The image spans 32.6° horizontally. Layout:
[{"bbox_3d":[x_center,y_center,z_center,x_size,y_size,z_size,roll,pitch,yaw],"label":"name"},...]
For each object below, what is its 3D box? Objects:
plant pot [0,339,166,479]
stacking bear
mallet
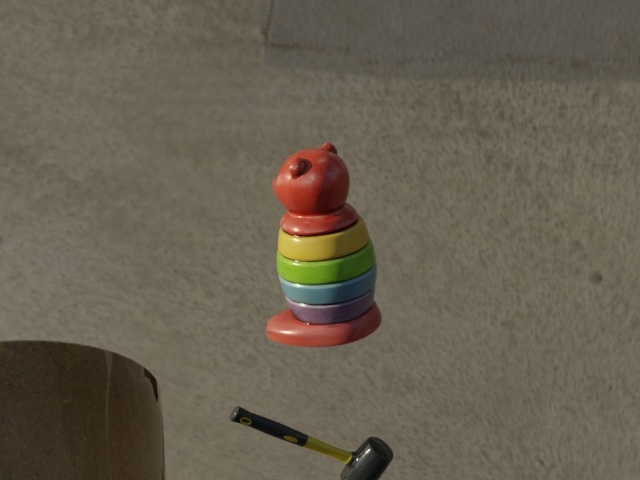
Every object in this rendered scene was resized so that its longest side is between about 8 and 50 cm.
[{"bbox_3d":[-0.178,0.219,0.590,0.237,0.237,0.254,-22,61,6],"label":"plant pot"},{"bbox_3d":[0.000,0.000,1.662,0.164,0.175,0.289,11,118,42],"label":"stacking bear"},{"bbox_3d":[-0.015,0.226,1.184,0.189,0.039,0.062,18,115,-18],"label":"mallet"}]
